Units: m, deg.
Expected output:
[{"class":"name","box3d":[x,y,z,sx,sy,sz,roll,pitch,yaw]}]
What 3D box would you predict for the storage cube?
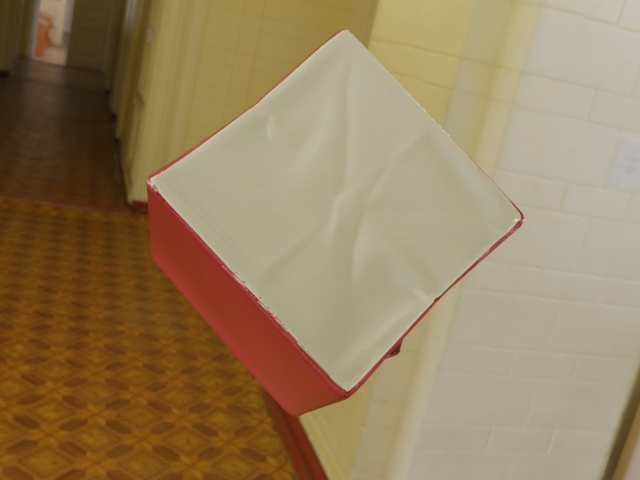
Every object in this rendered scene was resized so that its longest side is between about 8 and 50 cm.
[{"class":"storage cube","box3d":[0.000,0.000,0.574,0.215,0.183,0.193,47,-19,5]}]
